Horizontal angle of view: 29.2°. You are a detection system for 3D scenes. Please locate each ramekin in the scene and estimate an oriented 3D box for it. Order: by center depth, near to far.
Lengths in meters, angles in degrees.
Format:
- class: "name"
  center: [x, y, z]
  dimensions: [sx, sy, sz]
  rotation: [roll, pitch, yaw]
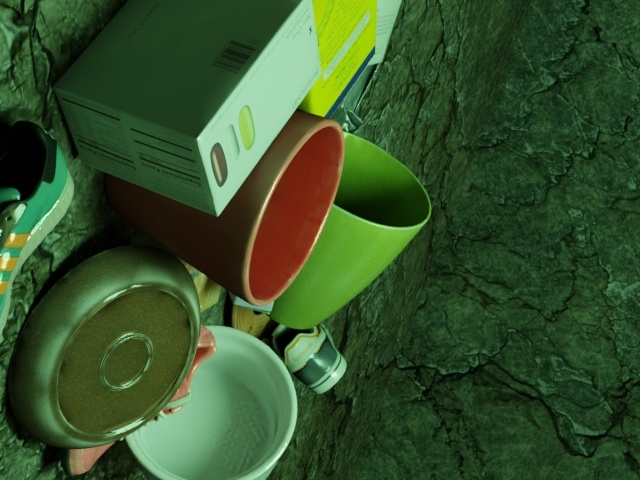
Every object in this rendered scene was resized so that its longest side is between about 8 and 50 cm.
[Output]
- class: "ramekin"
  center: [-0.180, 0.286, 1.963]
  dimensions: [0.277, 0.277, 0.135]
  rotation: [-57, 169, -28]

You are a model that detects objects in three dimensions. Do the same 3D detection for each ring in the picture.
- class: "ring"
  center: [-0.086, 0.037, 2.321]
  dimensions: [0.337, 0.032, 0.337]
  rotation: [-56, 162, -30]

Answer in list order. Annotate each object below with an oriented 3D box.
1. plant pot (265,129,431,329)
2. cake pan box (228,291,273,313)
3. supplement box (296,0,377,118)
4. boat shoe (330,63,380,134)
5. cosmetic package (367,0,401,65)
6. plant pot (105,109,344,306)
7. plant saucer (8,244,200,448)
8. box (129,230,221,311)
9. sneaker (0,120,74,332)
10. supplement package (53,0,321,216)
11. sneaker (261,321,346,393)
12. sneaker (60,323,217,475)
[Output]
- class: "plant pot"
  center: [0.000, 0.000, 2.109]
  dimensions: [0.294, 0.274, 0.275]
  rotation: [-60, 169, 30]
- class: "cake pan box"
  center: [-0.092, -0.048, 1.901]
  dimensions: [0.267, 0.070, 0.246]
  rotation: [-120, -134, -69]
- class: "supplement box"
  center: [-0.049, -0.342, 1.638]
  dimensions: [0.195, 0.194, 0.357]
  rotation: [-57, 160, -30]
- class: "boat shoe"
  center: [0.024, -0.218, 2.189]
  dimensions: [0.301, 0.102, 0.108]
  rotation: [-66, 163, -4]
- class: "cosmetic package"
  center: [0.059, -0.459, 1.884]
  dimensions: [0.197, 0.155, 0.366]
  rotation: [-27, 137, -66]
- class: "plant pot"
  center: [-0.134, -0.078, 1.646]
  dimensions: [0.275, 0.243, 0.275]
  rotation: [-56, 160, -32]
- class: "plant saucer"
  center: [-0.275, 0.157, 1.672]
  dimensions: [0.310, 0.050, 0.311]
  rotation: [-28, 133, -34]
- class: "box"
  center: [-0.214, 0.044, 1.827]
  dimensions: [0.170, 0.091, 0.130]
  rotation: [-34, 144, -62]
- class: "sneaker"
  center: [-0.366, 0.002, 1.295]
  dimensions: [0.121, 0.108, 0.302]
  rotation: [84, 25, -58]
- class: "supplement package"
  center: [-0.151, -0.195, 1.488]
  dimensions: [0.262, 0.204, 0.145]
  rotation: [-57, 157, -29]
- class: "sneaker"
  center: [-0.049, 0.196, 2.424]
  dimensions: [0.126, 0.127, 0.321]
  rotation: [-47, -163, -7]
- class: "sneaker"
  center: [-0.266, 0.225, 1.830]
  dimensions: [0.314, 0.136, 0.116]
  rotation: [-56, 160, -31]
